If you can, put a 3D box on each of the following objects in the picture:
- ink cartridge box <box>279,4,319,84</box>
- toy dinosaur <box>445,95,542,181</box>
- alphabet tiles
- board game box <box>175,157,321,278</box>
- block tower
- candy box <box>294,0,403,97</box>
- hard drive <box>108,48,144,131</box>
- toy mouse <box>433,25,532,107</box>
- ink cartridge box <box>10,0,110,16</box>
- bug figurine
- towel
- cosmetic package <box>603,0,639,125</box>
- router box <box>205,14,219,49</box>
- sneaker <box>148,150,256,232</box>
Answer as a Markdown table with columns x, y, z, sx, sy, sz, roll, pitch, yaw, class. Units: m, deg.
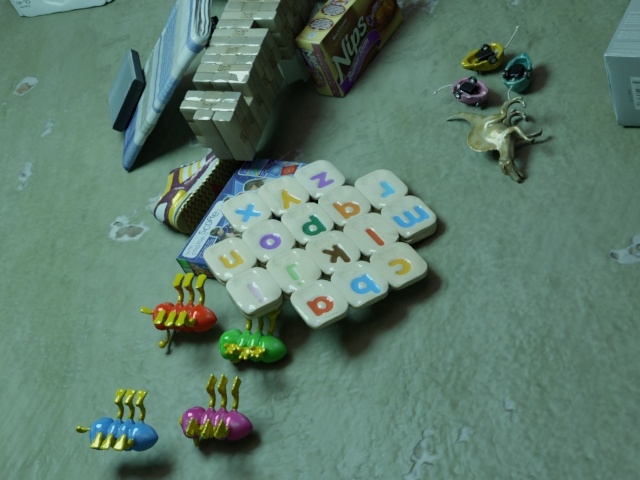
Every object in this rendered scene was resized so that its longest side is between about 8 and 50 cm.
| x | y | z | sx | sy | sz | roll | pitch | yaw | class |
| --- | --- | --- | --- | --- | --- | --- | --- | --- | --- |
| -0.035 | -0.323 | 1.825 | 0.090 | 0.092 | 0.143 | -23 | 44 | 5 | ink cartridge box |
| 0.232 | -0.153 | 1.550 | 0.092 | 0.053 | 0.183 | -31 | 42 | -2 | toy dinosaur |
| 0.000 | 0.000 | 1.494 | 0.284 | 0.021 | 0.278 | -25 | 44 | -17 | alphabet tiles |
| -0.093 | -0.030 | 1.608 | 0.136 | 0.035 | 0.201 | 9 | 53 | 33 | board game box |
| -0.098 | -0.278 | 1.689 | 0.091 | 0.097 | 0.335 | 5 | 57 | 24 | block tower |
| 0.046 | -0.320 | 1.768 | 0.053 | 0.109 | 0.187 | 15 | 56 | 35 | candy box |
| -0.316 | -0.245 | 1.892 | 0.094 | 0.022 | 0.135 | -61 | 25 | 21 | hard drive |
| 0.243 | -0.221 | 1.626 | 0.161 | 0.031 | 0.143 | -28 | 42 | 0 | toy mouse |
| -0.474 | -0.597 | 2.290 | 0.226 | 0.131 | 0.306 | -4 | 47 | 26 | ink cartridge box |
| -0.162 | 0.167 | 1.423 | 0.216 | 0.072 | 0.279 | 4 | 46 | 22 | bug figurine |
| -0.236 | -0.267 | 1.797 | 0.285 | 0.034 | 0.209 | -53 | 26 | 37 | towel |
| 0.455 | -0.268 | 1.495 | 0.107 | 0.127 | 0.238 | 7 | 51 | 31 | cosmetic package |
| -0.148 | -0.275 | 1.812 | 0.038 | 0.122 | 0.092 | -24 | 42 | -3 | router box |
| -0.173 | -0.097 | 1.690 | 0.084 | 0.069 | 0.185 | 24 | 61 | 35 | sneaker |
